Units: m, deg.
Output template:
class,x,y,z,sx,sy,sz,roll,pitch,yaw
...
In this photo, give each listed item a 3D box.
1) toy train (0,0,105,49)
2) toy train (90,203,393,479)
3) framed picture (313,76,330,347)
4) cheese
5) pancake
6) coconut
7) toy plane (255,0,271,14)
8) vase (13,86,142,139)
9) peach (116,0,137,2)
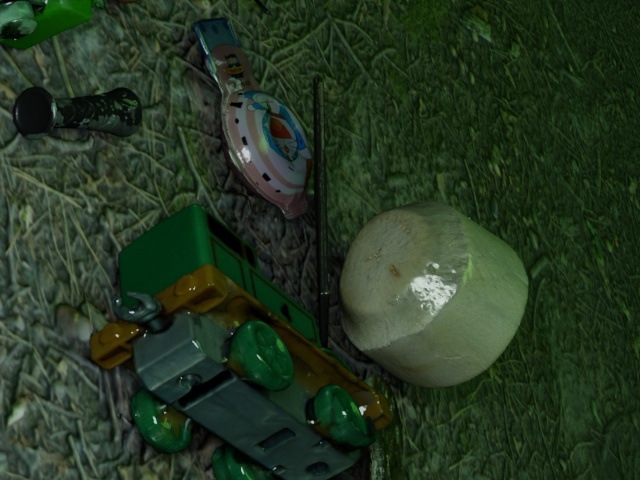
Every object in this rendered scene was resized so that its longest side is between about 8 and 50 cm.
class,x,y,z,sx,sy,sz,roll,pitch,yaw
toy train,-0.340,-0.325,1.703,0.188,0.132,0.243,13,58,-66
toy train,-0.089,0.131,1.758,0.429,0.178,0.249,40,25,-41
framed picture,0.000,0.000,2.004,0.255,0.014,0.338,91,-2,-55
cheese,-0.088,-0.161,2.064,0.189,0.074,0.286,-22,88,-63
pancake,0.080,0.292,1.979,0.253,0.037,0.253,-9,90,-80
coconut,0.160,0.081,2.143,0.266,0.237,0.237,30,45,-40
toy plane,-0.111,-0.388,2.233,0.145,0.037,0.060,50,42,-36
vase,-0.269,-0.142,1.756,0.167,0.059,0.059,-10,78,-61
peach,-0.239,-0.331,1.927,0.083,0.083,0.083,39,38,-41
